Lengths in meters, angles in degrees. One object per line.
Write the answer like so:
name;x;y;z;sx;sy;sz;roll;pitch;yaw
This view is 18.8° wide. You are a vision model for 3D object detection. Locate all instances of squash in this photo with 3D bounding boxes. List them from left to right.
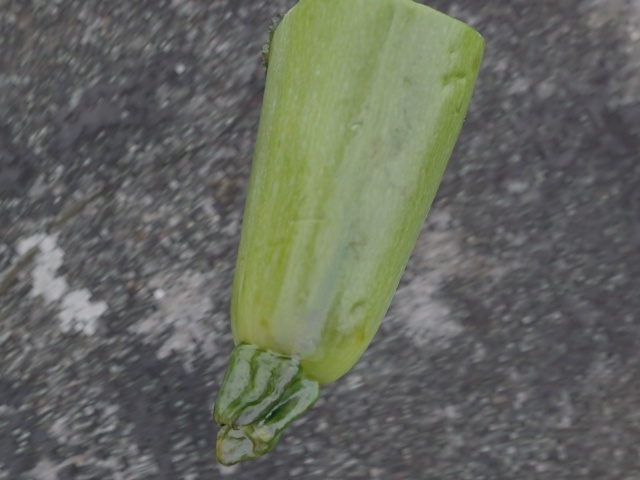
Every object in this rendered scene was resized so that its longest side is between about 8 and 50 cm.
squash;-0.001;-0.001;0.801;0.090;0.075;0.200;20;88;-26
